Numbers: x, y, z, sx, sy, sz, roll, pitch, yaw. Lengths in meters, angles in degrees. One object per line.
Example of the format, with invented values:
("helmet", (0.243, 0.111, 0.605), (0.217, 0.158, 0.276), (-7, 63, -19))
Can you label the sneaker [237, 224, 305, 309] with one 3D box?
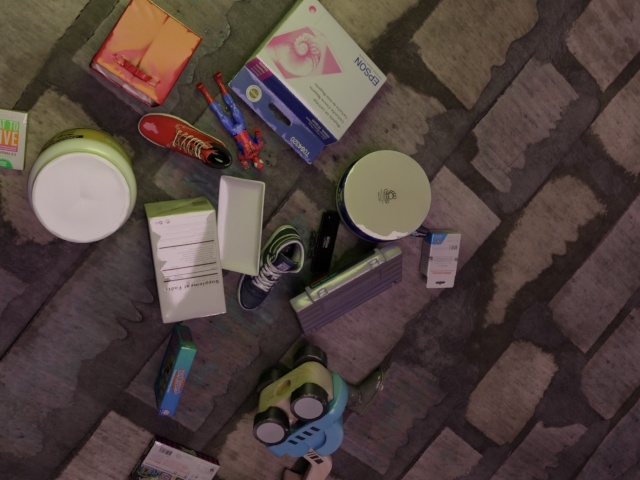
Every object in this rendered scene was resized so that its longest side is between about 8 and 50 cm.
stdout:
("sneaker", (-0.141, 0.093, 1.882), (0.099, 0.153, 0.282), (30, 95, -23))

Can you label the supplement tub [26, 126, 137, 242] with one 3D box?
("supplement tub", (-0.567, -0.136, 1.575), (0.241, 0.331, 0.241), (-5, 107, -17))

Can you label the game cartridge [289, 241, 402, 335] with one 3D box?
("game cartridge", (0.082, 0.143, 1.954), (0.355, 0.068, 0.230), (-29, 150, -8))

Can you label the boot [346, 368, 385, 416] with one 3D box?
("boot", (0.086, 0.471, 2.124), (0.209, 0.076, 0.189), (26, 95, -17))

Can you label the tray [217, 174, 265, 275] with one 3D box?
("tray", (-0.223, -0.043, 1.851), (0.145, 0.030, 0.270), (12, 105, 23))

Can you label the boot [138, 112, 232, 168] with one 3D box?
("boot", (-0.348, -0.257, 1.698), (0.244, 0.176, 0.088), (20, 101, -21))

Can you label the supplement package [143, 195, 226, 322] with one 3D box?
("supplement package", (-0.367, 0.047, 1.781), (0.175, 0.177, 0.292), (-9, 109, -16))

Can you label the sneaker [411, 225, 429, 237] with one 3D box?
("sneaker", (0.244, -0.075, 2.001), (0.224, 0.083, 0.098), (15, 96, -21))

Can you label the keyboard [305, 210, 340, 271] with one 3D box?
("keyboard", (0.000, 0.000, 1.975), (0.100, 0.038, 0.192), (1, 106, -43))

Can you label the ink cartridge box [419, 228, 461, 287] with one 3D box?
("ink cartridge box", (0.378, 0.057, 2.094), (0.104, 0.060, 0.180), (0, 106, -19))

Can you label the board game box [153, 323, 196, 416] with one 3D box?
("board game box", (-0.417, 0.367, 1.871), (0.047, 0.160, 0.210), (16, 101, -22))

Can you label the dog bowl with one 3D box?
("dog bowl", (0.183, -0.126, 1.907), (0.265, 0.104, 0.264), (0, 88, -10))

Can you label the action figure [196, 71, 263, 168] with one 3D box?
("action figure", (-0.221, -0.302, 1.752), (0.091, 0.139, 0.280), (-33, 116, -5))

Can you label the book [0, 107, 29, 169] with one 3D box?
("book", (-0.784, -0.254, 1.635), (0.096, 0.035, 0.144), (7, 105, -16))

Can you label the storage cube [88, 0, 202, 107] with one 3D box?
("storage cube", (-0.429, -0.456, 1.597), (0.184, 0.215, 0.193), (32, 88, -23))

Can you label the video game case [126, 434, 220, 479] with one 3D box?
("video game case", (-0.463, 0.734, 2.029), (0.232, 0.042, 0.210), (30, 95, -23))

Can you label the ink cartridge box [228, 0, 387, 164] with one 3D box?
("ink cartridge box", (-0.025, -0.432, 1.779), (0.324, 0.071, 0.330), (42, 77, -25))

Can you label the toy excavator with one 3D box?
("toy excavator", (-0.038, 0.608, 2.022), (0.433, 0.222, 0.445), (-36, 113, 18))
